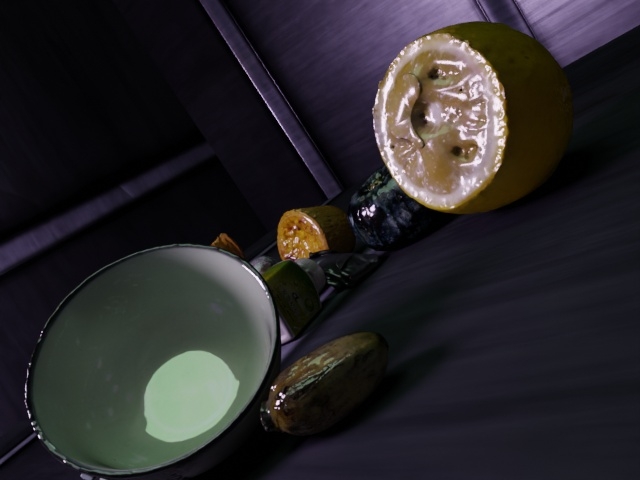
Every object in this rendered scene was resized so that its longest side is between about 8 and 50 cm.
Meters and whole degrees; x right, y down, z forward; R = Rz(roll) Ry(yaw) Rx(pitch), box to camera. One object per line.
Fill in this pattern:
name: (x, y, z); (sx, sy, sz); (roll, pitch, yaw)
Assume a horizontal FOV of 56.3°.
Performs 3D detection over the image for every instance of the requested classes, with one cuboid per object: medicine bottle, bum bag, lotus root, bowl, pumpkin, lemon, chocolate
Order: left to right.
bowl: (-0.215, 0.195, 0.876); (0.354, 0.354, 0.185); (-36, -36, -18)
chocolate: (-0.178, 0.101, 1.905); (0.110, 0.110, 0.248); (-34, 7, -6)
medicine bottle: (-0.069, 0.114, 1.231); (0.088, 0.132, 0.188); (-28, 9, 37)
lotus root: (0.009, 0.175, 0.721); (0.179, 0.080, 0.089); (-31, 28, -6)
bum bag: (0.021, 0.060, 1.361); (0.248, 0.060, 0.123); (5, 27, 43)
pumpkin: (0.169, -0.079, 1.349); (0.233, 0.163, 0.233); (-41, 13, 12)
lemon: (0.308, -0.228, 1.124); (0.364, 0.364, 0.364); (-33, 7, 5)

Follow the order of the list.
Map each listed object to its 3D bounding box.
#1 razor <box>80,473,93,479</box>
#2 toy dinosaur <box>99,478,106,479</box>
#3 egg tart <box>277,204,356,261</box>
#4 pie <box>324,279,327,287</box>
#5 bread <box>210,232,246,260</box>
razor: (-0.363, 0.377, 1.157); (0.211, 0.036, 0.084); (-34, 10, -3)
toy dinosaur: (-0.315, 0.373, 0.996); (0.142, 0.057, 0.212); (-51, -11, 20)
egg tart: (0.000, 0.000, 1.560); (0.147, 0.202, 0.203); (-21, -2, -39)
pie: (-0.030, 0.121, 1.416); (0.191, 0.033, 0.088); (-30, -7, -38)
bread: (-0.353, 0.147, 2.003); (0.340, 0.179, 0.194); (-49, 4, 31)
